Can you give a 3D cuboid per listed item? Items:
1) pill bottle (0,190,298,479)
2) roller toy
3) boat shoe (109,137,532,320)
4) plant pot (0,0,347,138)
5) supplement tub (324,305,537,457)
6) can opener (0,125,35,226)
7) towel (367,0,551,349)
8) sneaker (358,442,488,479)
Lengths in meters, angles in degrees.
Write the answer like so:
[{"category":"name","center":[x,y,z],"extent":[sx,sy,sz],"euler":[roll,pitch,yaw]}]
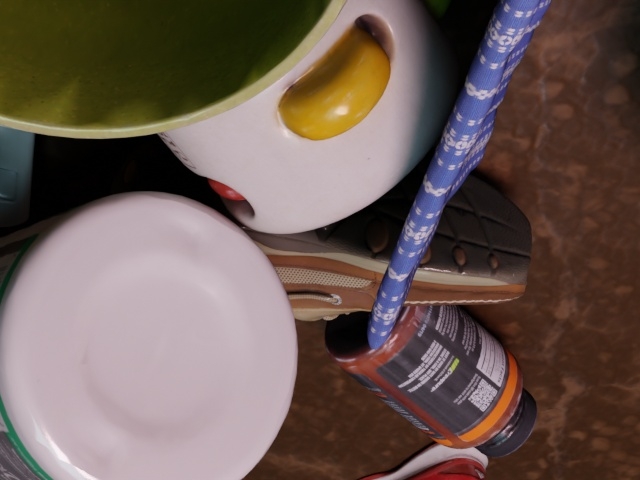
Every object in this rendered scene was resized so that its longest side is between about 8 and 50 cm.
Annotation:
[{"category":"pill bottle","center":[-0.189,0.088,0.913],"extent":[0.204,0.204,0.361],"euler":[32,158,-24]},{"category":"roller toy","center":[-0.021,-0.113,0.812],"extent":[0.191,0.209,0.146],"euler":[-19,129,30]},{"category":"boat shoe","center":[0.000,0.000,0.979],"extent":[0.324,0.122,0.120],"euler":[10,138,5]},{"category":"plant pot","center":[-0.108,-0.248,0.628],"extent":[0.275,0.293,0.275],"euler":[1,132,1]},{"category":"supplement tub","center":[0.102,0.111,1.073],"extent":[0.106,0.106,0.198],"euler":[-32,124,27]},{"category":"can opener","center":[-0.243,-0.106,0.906],"extent":[0.074,0.093,0.280],"euler":[11,127,-7]},{"category":"towel","center":[0.120,-0.114,0.782],"extent":[0.040,0.243,0.336],"euler":[25,132,5]},{"category":"sneaker","center":[0.077,0.296,1.227],"extent":[0.087,0.128,0.221],"euler":[30,125,-22]}]
